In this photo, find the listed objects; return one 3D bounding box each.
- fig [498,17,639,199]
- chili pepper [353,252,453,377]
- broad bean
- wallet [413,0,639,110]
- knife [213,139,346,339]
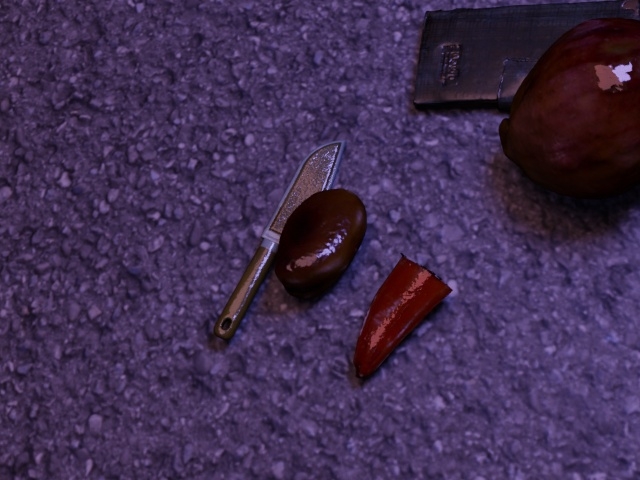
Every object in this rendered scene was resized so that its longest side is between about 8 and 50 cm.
[{"bbox_3d":[0.353,-0.163,1.603,0.224,0.263,0.224,12,53,-17],"label":"fig"},{"bbox_3d":[0.094,0.109,1.654,0.088,0.065,0.169,28,80,45],"label":"chili pepper"},{"bbox_3d":[0.000,0.000,1.724,0.114,0.084,0.165,14,64,12],"label":"broad bean"},{"bbox_3d":[0.291,-0.262,1.780,0.317,0.044,0.169,1,66,20],"label":"wallet"},{"bbox_3d":[-0.050,-0.005,1.776,0.061,0.027,0.343,24,72,9],"label":"knife"}]
